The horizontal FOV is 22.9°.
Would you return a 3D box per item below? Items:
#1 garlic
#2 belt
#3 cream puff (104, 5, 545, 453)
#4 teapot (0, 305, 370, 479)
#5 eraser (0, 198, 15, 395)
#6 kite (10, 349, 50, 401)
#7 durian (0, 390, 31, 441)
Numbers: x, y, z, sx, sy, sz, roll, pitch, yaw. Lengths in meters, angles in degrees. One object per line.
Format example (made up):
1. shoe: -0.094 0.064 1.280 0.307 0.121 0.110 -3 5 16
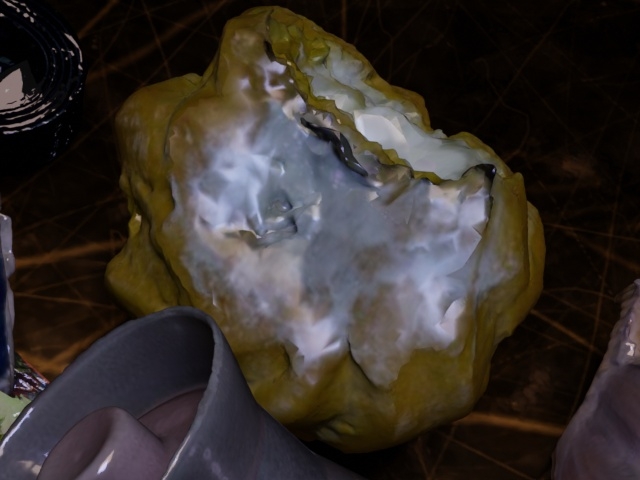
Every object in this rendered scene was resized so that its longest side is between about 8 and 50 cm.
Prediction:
1. garlic: 0.291 0.172 1.138 0.292 0.210 0.237 37 23 18
2. belt: -0.283 -0.133 1.234 0.198 0.078 0.151 24 59 2
3. cream puff: 0.002 0.009 1.131 0.323 0.270 0.274 39 92 15
4. teapot: -0.022 0.209 0.904 0.253 0.300 0.344 -44 114 -2
5. eraser: -0.370 0.045 1.050 0.332 0.101 0.155 -4 87 -12
6. kite: -0.224 0.156 1.094 0.189 0.009 0.232 3 56 -11
7. durian: -0.251 0.136 0.986 0.352 0.158 0.169 45 49 -14
